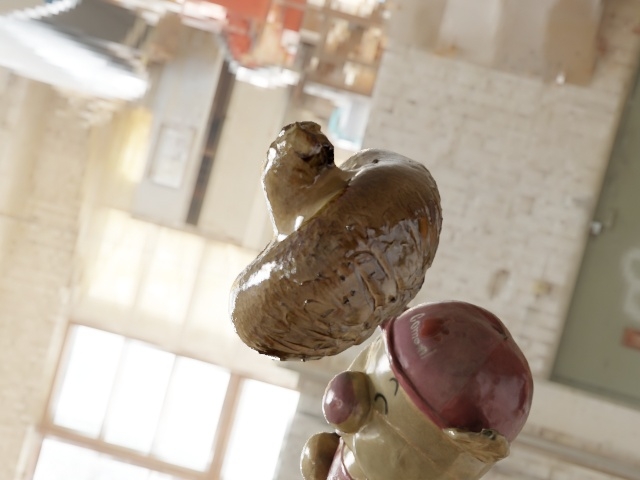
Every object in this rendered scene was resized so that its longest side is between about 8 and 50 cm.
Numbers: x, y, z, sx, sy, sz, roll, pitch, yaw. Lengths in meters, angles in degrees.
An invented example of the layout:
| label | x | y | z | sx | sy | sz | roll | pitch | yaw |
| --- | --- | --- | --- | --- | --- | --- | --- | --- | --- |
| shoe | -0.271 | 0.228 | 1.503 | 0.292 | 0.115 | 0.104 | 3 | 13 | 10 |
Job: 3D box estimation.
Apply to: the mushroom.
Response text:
| label | x | y | z | sx | sy | sz | roll | pitch | yaw |
| --- | --- | --- | --- | --- | --- | --- | --- | --- | --- |
| mushroom | 0.008 | 0.004 | 0.698 | 0.085 | 0.109 | 0.126 | 18 | -159 | 5 |

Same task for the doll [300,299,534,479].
| label | x | y | z | sx | sy | sz | roll | pitch | yaw |
| --- | --- | --- | --- | --- | --- | --- | --- | --- | --- |
| doll | 0.069 | 0.155 | 1.282 | 0.152 | 0.255 | 0.196 | -9 | -134 | -41 |
